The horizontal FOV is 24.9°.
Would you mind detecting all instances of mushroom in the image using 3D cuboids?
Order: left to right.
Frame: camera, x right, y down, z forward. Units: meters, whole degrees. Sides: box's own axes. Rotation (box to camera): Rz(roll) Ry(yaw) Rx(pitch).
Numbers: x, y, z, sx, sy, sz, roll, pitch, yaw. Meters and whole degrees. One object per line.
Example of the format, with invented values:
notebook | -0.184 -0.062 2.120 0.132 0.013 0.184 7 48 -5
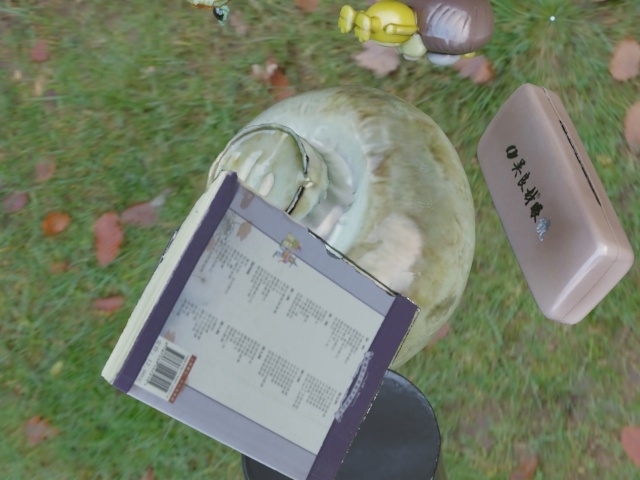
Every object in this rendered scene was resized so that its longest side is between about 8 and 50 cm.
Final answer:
mushroom | 0.000 0.000 1.538 0.352 0.260 0.352 -16 58 27

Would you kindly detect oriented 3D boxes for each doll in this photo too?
doll | 0.108 -0.250 1.647 0.188 0.145 0.096 -2 111 -10

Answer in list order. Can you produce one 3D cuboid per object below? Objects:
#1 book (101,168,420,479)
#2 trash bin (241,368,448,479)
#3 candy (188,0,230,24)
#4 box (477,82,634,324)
book | -0.034 0.068 1.001 0.026 0.231 0.157 20 78 45
trash bin | 0.036 0.276 1.358 0.214 0.334 0.214 -3 53 4
candy | -0.125 -0.282 1.661 0.084 0.288 0.078 1 86 -2
box | 0.099 -0.018 0.633 0.025 0.115 0.048 19 127 -29
